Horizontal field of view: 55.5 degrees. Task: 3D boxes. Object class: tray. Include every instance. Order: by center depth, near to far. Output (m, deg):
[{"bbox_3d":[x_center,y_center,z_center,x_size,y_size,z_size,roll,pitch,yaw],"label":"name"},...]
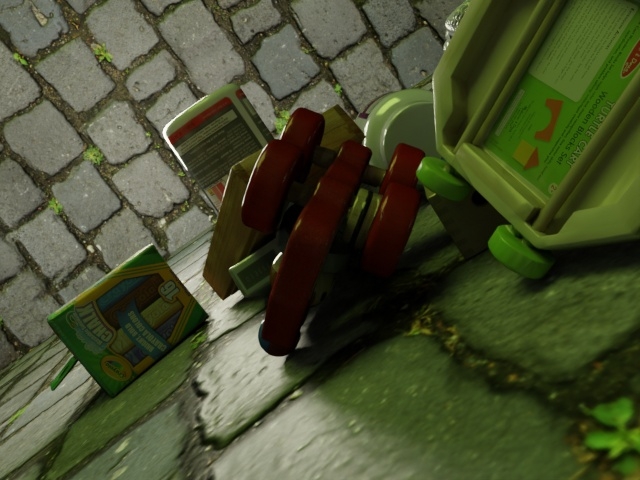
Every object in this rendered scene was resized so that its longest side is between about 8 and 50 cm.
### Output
[{"bbox_3d":[-0.079,-0.042,1.027,0.203,0.076,0.411,-36,-9,-27],"label":"tray"}]

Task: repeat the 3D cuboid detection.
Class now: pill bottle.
[{"bbox_3d":[0.149,-0.174,1.049,0.169,0.169,0.301,-33,12,5],"label":"pill bottle"},{"bbox_3d":[-0.181,-0.161,1.423,0.210,0.363,0.210,-32,12,7],"label":"pill bottle"}]

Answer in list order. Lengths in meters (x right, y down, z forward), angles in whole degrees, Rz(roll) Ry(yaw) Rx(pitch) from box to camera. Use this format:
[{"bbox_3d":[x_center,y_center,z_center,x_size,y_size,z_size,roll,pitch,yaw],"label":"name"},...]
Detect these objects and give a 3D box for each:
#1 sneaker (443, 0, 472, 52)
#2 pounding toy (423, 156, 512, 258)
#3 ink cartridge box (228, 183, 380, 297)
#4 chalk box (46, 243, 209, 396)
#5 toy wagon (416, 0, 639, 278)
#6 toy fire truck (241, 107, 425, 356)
[{"bbox_3d":[0.287,-0.246,0.901,0.137,0.210,0.366,-31,0,18],"label":"sneaker"},{"bbox_3d":[0.213,-0.092,0.711,0.181,0.094,0.206,-32,12,14],"label":"pounding toy"},{"bbox_3d":[0.000,0.000,1.036,0.275,0.060,0.239,-34,-9,6],"label":"ink cartridge box"},{"bbox_3d":[-0.393,0.166,1.146,0.289,0.179,0.180,-39,12,-24],"label":"chalk box"},{"bbox_3d":[0.215,-0.098,0.475,0.344,0.068,0.267,56,130,42],"label":"toy wagon"},{"bbox_3d":[0.000,0.004,0.721,0.302,0.169,0.254,-66,-5,-60],"label":"toy fire truck"}]
